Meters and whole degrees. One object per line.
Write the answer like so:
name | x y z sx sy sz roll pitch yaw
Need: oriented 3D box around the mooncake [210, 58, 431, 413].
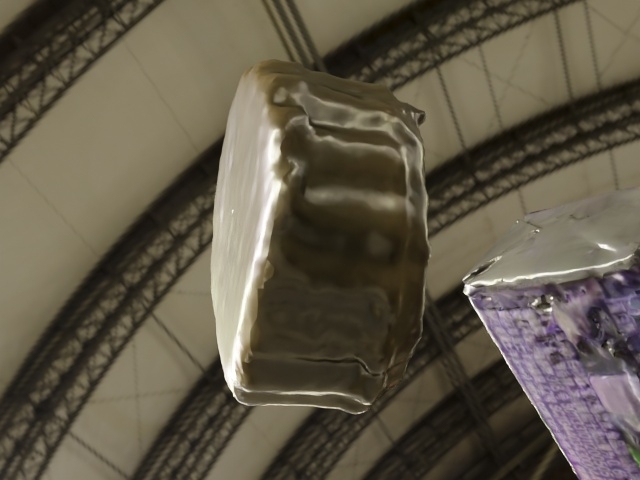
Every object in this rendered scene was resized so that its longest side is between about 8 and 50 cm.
mooncake | 0.000 0.000 0.712 0.124 0.228 0.228 6 -51 -11

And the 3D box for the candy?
candy | 0.167 0.121 0.414 0.061 0.088 0.312 -42 -71 -33
